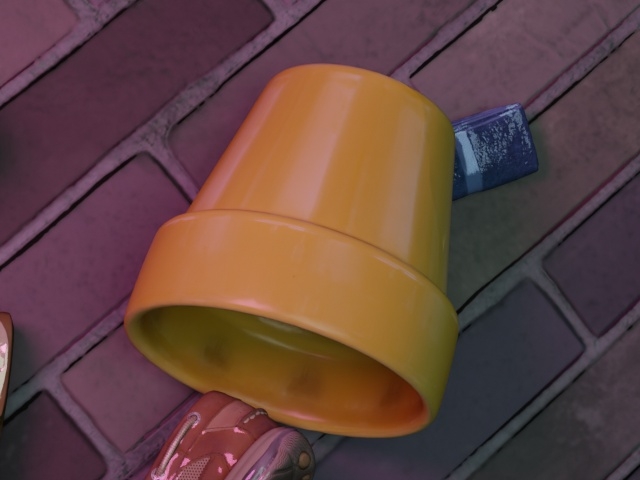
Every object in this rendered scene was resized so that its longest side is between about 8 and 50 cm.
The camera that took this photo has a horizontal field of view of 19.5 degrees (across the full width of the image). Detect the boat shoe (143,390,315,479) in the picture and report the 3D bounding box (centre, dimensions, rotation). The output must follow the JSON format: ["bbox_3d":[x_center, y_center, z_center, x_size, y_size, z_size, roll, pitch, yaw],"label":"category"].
[{"bbox_3d":[-0.140,0.262,1.504,0.116,0.123,0.324,38,87,23],"label":"boat shoe"}]

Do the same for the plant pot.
[{"bbox_3d":[0.000,0.000,1.482,0.254,0.254,0.239,23,68,-14],"label":"plant pot"}]

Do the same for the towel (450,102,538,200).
[{"bbox_3d":[0.130,-0.074,1.620,0.119,0.029,0.067,-18,94,-16],"label":"towel"}]

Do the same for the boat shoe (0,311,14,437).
[{"bbox_3d":[-0.291,0.163,1.475,0.073,0.080,0.224,9,81,-10],"label":"boat shoe"}]
